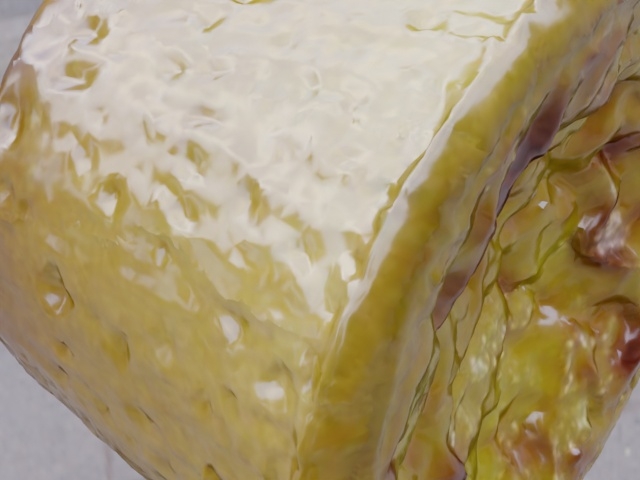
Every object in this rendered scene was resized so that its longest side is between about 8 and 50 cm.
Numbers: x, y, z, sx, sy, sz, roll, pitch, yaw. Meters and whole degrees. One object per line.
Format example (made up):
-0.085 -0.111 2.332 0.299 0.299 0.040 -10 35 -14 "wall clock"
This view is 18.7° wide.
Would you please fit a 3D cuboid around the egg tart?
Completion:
0.000 0.000 0.528 0.147 0.202 0.202 22 50 26 "egg tart"
